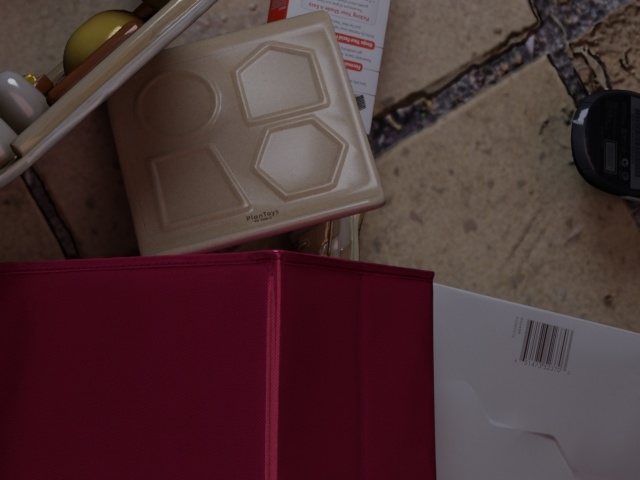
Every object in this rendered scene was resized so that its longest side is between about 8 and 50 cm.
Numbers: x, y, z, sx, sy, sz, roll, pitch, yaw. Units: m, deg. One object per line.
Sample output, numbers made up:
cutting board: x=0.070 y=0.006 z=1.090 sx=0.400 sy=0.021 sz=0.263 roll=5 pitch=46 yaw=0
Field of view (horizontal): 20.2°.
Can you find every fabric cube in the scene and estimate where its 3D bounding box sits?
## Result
fabric cube: x=-0.076 y=0.146 z=1.314 sx=0.259 sy=0.254 sz=0.258 roll=8 pitch=81 yaw=-61

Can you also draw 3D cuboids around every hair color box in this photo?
hair color box: x=0.004 y=-0.177 z=1.517 sx=0.093 sy=0.053 sz=0.167 roll=11 pitch=84 yaw=-21

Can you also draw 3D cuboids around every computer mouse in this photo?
computer mouse: x=0.318 y=-0.041 z=1.645 sx=0.262 sy=0.060 sz=0.184 roll=0 pitch=85 yaw=-34

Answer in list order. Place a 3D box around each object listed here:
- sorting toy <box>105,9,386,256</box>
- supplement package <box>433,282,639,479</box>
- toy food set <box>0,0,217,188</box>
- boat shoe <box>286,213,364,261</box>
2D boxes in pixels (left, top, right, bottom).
sorting toy: x=-0.064 y=-0.080 z=1.415 sx=0.193 sy=0.038 sz=0.208 roll=-14 pitch=57 yaw=-2
supplement package: x=0.138 y=0.152 z=1.518 sx=0.262 sy=0.145 sz=0.204 roll=14 pitch=85 yaw=-22
toy food set: x=-0.204 y=-0.145 z=1.341 sx=0.306 sy=0.220 sz=0.092 roll=-43 pitch=105 yaw=-17
boat shoe: x=0.000 y=0.000 z=1.513 sx=0.059 sy=0.063 sz=0.170 roll=13 pitch=75 yaw=-19
